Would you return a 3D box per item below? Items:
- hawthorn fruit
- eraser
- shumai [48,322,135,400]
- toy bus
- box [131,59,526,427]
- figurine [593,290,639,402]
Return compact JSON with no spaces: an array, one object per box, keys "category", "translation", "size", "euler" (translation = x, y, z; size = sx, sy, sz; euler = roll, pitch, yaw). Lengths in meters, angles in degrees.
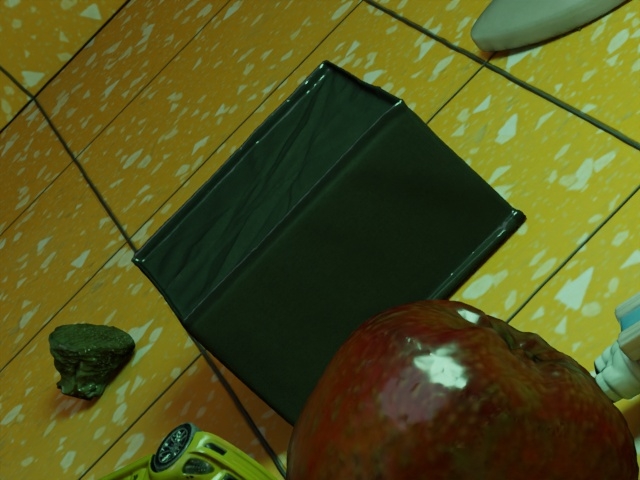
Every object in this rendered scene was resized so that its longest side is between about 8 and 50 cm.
[{"category":"hawthorn fruit","translation":[0.099,0.186,1.540],"size":[0.300,0.275,0.275],"euler":[-40,24,16]},{"category":"eraser","translation":[0.279,-0.308,2.286],"size":[0.243,0.059,0.204],"euler":[-30,28,24]},{"category":"shumai","translation":[-0.302,0.163,2.487],"size":[0.099,0.124,0.087],"euler":[23,110,46]},{"category":"toy bus","translation":[-0.184,0.317,1.947],"size":[0.331,0.145,0.151],"euler":[-29,30,40]},{"category":"box","translation":[0.001,0.001,2.070],"size":[0.345,0.204,0.251],"euler":[-46,23,-1]},{"category":"figurine","translation":[0.317,0.056,1.572],"size":[0.229,0.112,0.137],"euler":[-39,10,25]}]
